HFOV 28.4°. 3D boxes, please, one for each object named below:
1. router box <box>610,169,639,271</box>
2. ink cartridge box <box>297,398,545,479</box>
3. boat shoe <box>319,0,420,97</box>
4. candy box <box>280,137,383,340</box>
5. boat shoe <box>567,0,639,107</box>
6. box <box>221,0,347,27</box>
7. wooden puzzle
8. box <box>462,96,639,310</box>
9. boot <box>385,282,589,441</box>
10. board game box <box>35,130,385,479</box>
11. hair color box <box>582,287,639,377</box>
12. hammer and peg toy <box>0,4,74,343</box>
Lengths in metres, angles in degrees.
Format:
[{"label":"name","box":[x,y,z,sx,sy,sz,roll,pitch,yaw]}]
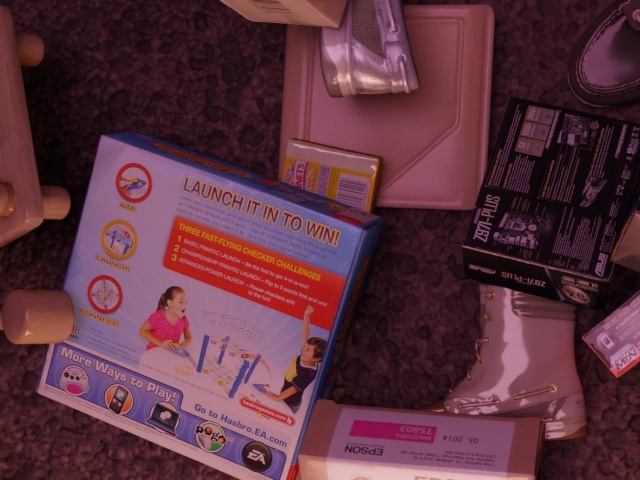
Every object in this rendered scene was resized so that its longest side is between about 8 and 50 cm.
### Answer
[{"label":"router box","box":[0.451,-0.034,1.165,0.309,0.081,0.243,22,54,9]},{"label":"ink cartridge box","box":[0.104,0.268,1.268,0.235,0.088,0.193,3,123,15]},{"label":"boat shoe","box":[0.063,-0.297,1.326,0.103,0.118,0.320,2,67,11]},{"label":"candy box","box":[0.000,0.000,1.365,0.105,0.027,0.205,14,104,18]},{"label":"boat shoe","box":[0.396,-0.246,1.266,0.335,0.095,0.112,-29,80,11]},{"label":"box","box":[-0.019,-0.381,1.238,0.121,0.148,0.311,12,82,36]},{"label":"wooden puzzle","box":[0.070,-0.145,1.376,0.239,0.044,0.221,3,87,19]},{"label":"box","box":[0.237,-0.038,1.273,0.147,0.077,0.180,14,67,14]},{"label":"boot","box":[0.165,0.127,1.313,0.213,0.077,0.165,-3,86,9]},{"label":"board game box","box":[-0.122,0.072,1.354,0.308,0.086,0.302,21,103,15]},{"label":"hair color box","box":[0.308,0.082,1.231,0.093,0.167,0.053,-41,78,9]},{"label":"hammer and peg toy","box":[-0.397,-0.045,1.386,0.266,0.127,0.361,-23,72,40]}]
